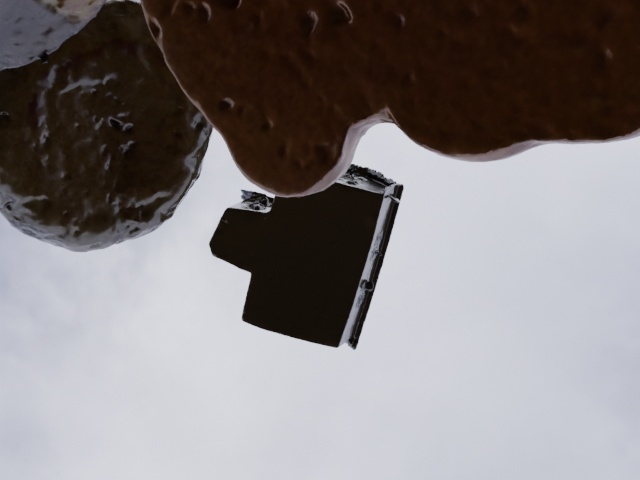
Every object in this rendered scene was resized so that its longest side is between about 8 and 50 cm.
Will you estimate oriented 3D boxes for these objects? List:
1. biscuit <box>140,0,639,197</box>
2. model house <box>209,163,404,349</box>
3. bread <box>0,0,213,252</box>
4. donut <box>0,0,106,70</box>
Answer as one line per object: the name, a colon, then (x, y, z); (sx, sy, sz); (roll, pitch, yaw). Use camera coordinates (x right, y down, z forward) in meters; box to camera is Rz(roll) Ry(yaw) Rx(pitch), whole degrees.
biscuit: (0.082, -0.220, 0.760); (0.455, 0.078, 0.349); (-8, -80, 24)
model house: (0.000, 0.000, 1.273); (0.176, 0.248, 0.180); (18, -81, 14)
bread: (-0.206, -0.106, 1.036); (0.230, 0.123, 0.230); (-14, -61, -27)
donut: (-0.172, -0.159, 0.575); (0.184, 0.166, 0.073); (-44, -124, 24)
